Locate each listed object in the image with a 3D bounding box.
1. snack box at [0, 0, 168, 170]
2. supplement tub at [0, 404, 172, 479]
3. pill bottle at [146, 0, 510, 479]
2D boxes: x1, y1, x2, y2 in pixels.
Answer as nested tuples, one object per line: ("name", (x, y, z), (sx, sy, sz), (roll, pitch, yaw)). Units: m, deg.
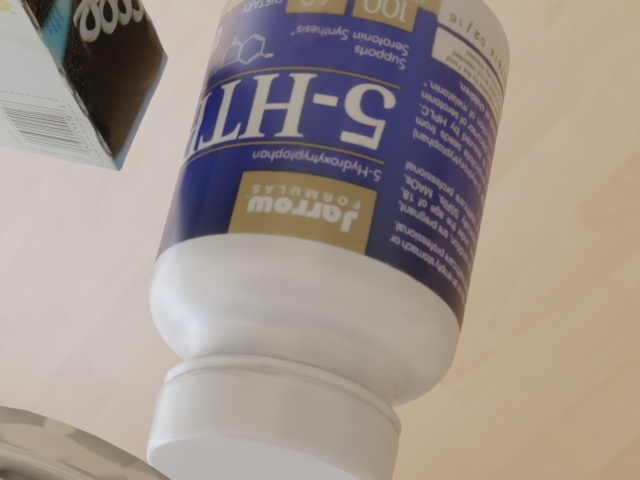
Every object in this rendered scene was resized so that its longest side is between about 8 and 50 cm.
("snack box", (-0.179, -0.137, 0.600), (0.187, 0.060, 0.322), (12, 157, 17))
("supplement tub", (-0.115, 0.179, 0.329), (0.241, 0.331, 0.241), (2, 106, 7))
("pill bottle", (0.000, 0.000, 0.678), (0.112, 0.186, 0.112), (10, 154, 5))
